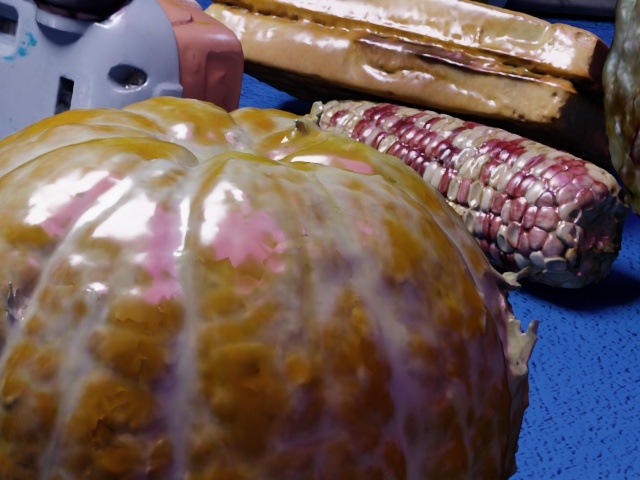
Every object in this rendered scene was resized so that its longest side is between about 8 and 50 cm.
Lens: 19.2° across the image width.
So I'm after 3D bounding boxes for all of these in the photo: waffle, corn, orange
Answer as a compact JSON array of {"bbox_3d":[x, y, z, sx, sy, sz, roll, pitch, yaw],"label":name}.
[{"bbox_3d":[0.083,-0.141,1.516,0.328,0.098,0.224,17,0,21],"label":"waffle"},{"bbox_3d":[0.096,-0.041,1.388,0.098,0.098,0.290,-17,27,-42],"label":"corn"},{"bbox_3d":[-0.062,0.061,0.915,0.329,0.249,0.329,11,17,-3],"label":"orange"}]

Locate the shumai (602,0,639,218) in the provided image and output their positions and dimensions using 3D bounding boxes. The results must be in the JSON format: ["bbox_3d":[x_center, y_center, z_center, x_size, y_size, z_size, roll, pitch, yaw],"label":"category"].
[{"bbox_3d":[0.429,-0.118,1.245,0.348,0.395,0.395,9,18,-31],"label":"shumai"}]

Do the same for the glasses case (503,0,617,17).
[{"bbox_3d":[0.265,-0.273,2.011,0.299,0.060,0.114,3,23,-4],"label":"glasses case"}]

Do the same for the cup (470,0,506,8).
[{"bbox_3d":[0.044,-0.253,1.810,0.241,0.185,0.226,-16,-2,43],"label":"cup"}]

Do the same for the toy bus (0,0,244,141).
[{"bbox_3d":[-0.191,-0.128,1.418,0.288,0.194,0.232,21,20,33],"label":"toy bus"}]
